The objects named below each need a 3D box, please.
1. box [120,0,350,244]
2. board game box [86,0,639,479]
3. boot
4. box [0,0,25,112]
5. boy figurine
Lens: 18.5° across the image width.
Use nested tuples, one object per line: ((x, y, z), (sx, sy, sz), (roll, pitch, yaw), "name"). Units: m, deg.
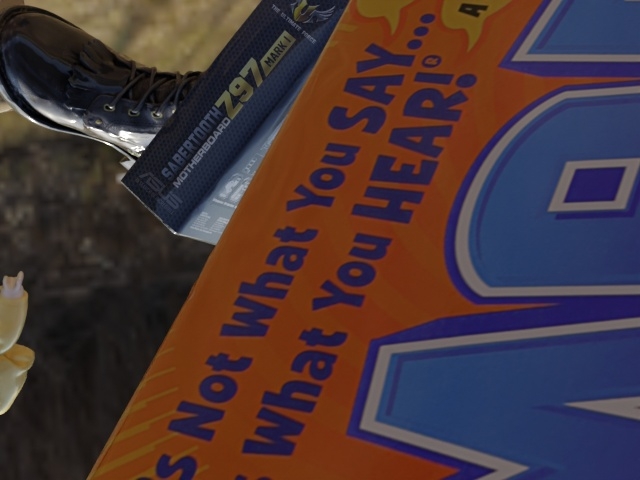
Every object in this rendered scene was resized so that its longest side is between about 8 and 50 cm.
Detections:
((-0.013, -0.078, 1.305), (0.183, 0.059, 0.232), (-50, 161, 9), "box")
((0.182, 0.126, 0.550), (0.356, 0.356, 0.356), (-1, 129, 25), "board game box")
((-0.105, -0.117, 1.525), (0.263, 0.091, 0.229), (32, 157, -35), "boot")
((-0.341, -0.158, 1.639), (0.201, 0.164, 0.021), (-13, 144, -5), "box")
((-0.378, 0.066, 2.075), (0.177, 0.092, 0.285), (-9, 127, 26), "boy figurine")
